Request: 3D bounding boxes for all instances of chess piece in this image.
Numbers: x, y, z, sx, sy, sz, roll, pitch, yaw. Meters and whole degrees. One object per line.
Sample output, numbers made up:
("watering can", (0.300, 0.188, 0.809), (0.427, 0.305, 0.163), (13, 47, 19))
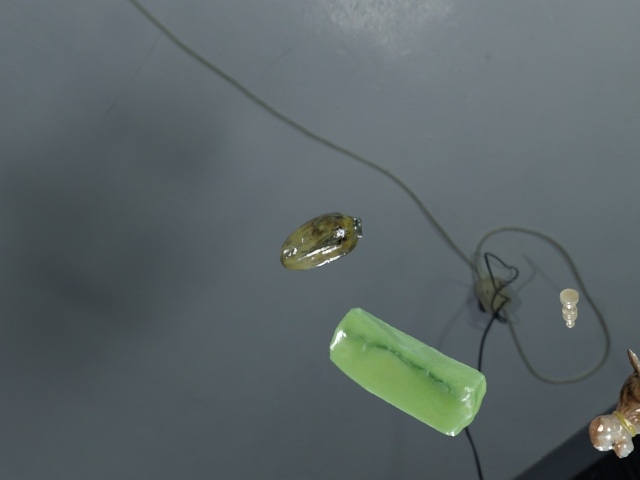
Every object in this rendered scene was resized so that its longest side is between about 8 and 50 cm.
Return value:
("chess piece", (0.499, 0.140, 1.402), (0.035, 0.035, 0.092), (-11, 131, 10))

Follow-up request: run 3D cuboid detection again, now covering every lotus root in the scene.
("lotus root", (0.000, 0.000, 1.308), (0.179, 0.080, 0.089), (-24, 133, 20))

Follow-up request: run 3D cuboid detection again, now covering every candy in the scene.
("candy", (0.178, 0.274, 1.482), (0.343, 0.132, 0.142), (28, 127, 25))

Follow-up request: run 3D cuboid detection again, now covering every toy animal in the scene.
("toy animal", (0.641, 0.354, 1.502), (0.185, 0.104, 0.184), (-32, 79, 9))
